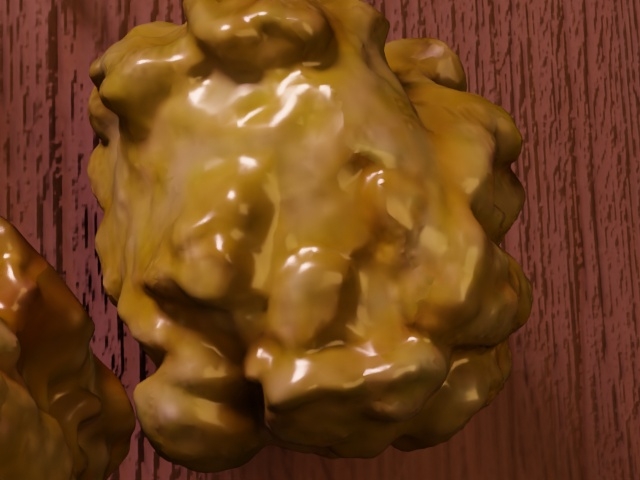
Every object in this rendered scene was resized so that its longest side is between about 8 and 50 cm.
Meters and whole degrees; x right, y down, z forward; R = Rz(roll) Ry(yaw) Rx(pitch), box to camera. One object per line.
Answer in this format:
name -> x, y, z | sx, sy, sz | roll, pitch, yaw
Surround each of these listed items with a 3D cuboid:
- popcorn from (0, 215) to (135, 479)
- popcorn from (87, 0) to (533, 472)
popcorn -> -0.196, 0.072, 0.646 | 0.251, 0.206, 0.237 | -8, 70, -50
popcorn -> 0.000, 0.000, 0.783 | 0.242, 0.235, 0.250 | -1, 67, -20
